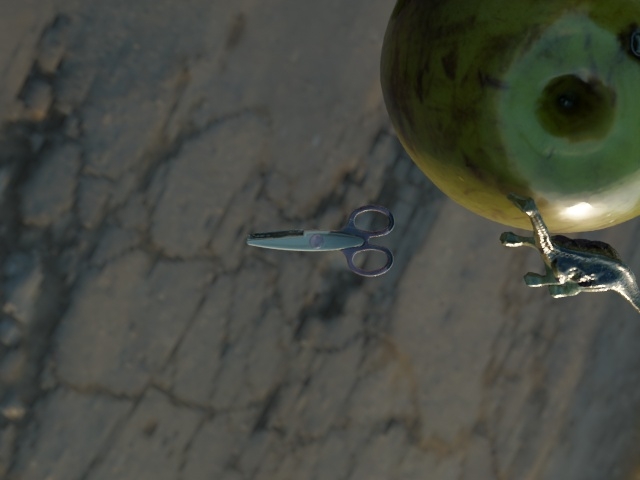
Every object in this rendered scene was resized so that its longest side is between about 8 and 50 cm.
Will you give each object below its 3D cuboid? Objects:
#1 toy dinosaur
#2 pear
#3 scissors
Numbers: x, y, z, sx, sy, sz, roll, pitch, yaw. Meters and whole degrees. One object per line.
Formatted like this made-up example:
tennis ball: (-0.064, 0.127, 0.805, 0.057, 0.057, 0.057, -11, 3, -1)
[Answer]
toy dinosaur: (0.148, 0.016, 1.016, 0.180, 0.058, 0.037, 25, 79, -42)
pear: (0.183, -0.135, 1.422, 0.283, 0.283, 0.283, -41, 146, -36)
scissors: (0.000, 0.000, 2.069, 0.022, 0.176, 0.085, -130, -139, -77)
